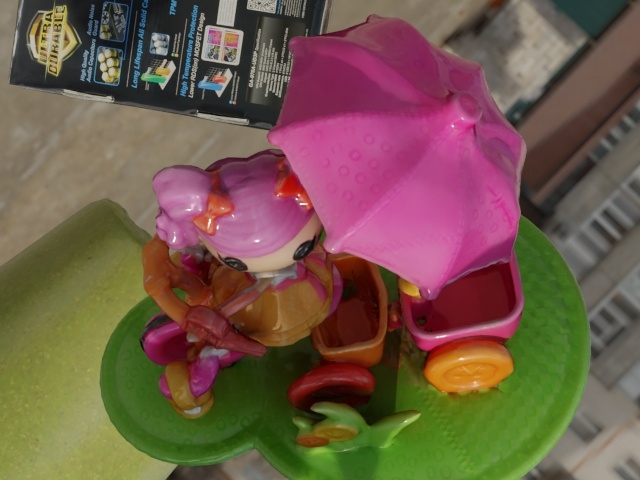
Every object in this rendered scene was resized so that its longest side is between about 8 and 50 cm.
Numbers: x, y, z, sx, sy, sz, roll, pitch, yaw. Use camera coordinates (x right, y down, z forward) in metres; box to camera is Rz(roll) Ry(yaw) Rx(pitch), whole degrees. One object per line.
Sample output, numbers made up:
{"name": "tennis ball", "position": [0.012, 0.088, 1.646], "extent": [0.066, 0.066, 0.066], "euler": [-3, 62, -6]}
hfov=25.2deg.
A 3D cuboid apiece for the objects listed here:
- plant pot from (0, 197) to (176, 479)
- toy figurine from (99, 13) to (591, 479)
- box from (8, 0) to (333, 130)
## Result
{"name": "plant pot", "position": [-0.196, 0.112, 1.089], "extent": [0.254, 0.276, 0.276], "euler": [-43, 176, -2]}
{"name": "toy figurine", "position": [0.000, 0.000, 0.438], "extent": [0.173, 0.130, 0.159], "euler": [-8, 150, 2]}
{"name": "box", "position": [-0.074, -0.181, 0.813], "extent": [0.051, 0.175, 0.220], "euler": [-56, 155, -81]}
